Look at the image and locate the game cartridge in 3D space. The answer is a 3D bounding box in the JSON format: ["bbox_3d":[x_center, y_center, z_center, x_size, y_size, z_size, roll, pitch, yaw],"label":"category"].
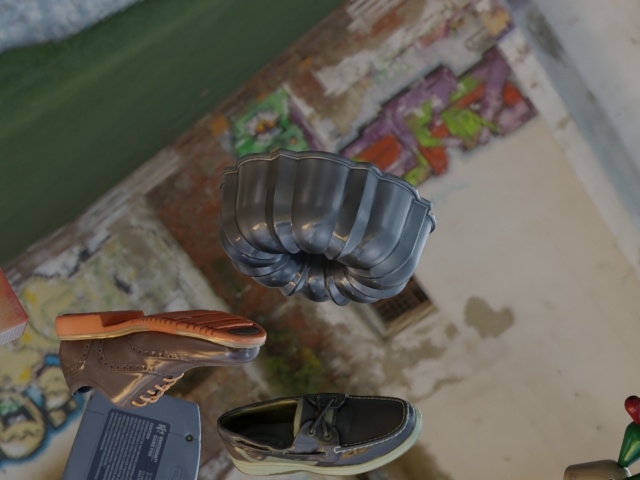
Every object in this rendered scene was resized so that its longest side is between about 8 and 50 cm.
[{"bbox_3d":[-0.287,0.363,1.642,0.060,0.196,0.294,106,-2,-55],"label":"game cartridge"}]

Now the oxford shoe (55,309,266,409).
[{"bbox_3d":[-0.217,0.162,1.497,0.364,0.132,0.130,-3,178,40],"label":"oxford shoe"}]

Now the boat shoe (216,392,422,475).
[{"bbox_3d":[-0.008,0.196,1.139,0.223,0.073,0.080,-12,-134,25],"label":"boat shoe"}]

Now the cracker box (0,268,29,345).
[{"bbox_3d":[-0.502,0.089,1.350,0.232,0.155,0.067,-26,166,-32],"label":"cracker box"}]

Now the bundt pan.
[{"bbox_3d":[0.000,0.000,1.611,0.331,0.331,0.124,-29,-136,56],"label":"bundt pan"}]

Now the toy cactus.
[{"bbox_3d":[0.337,0.264,1.170,0.112,0.219,0.180,0,173,-41],"label":"toy cactus"}]
